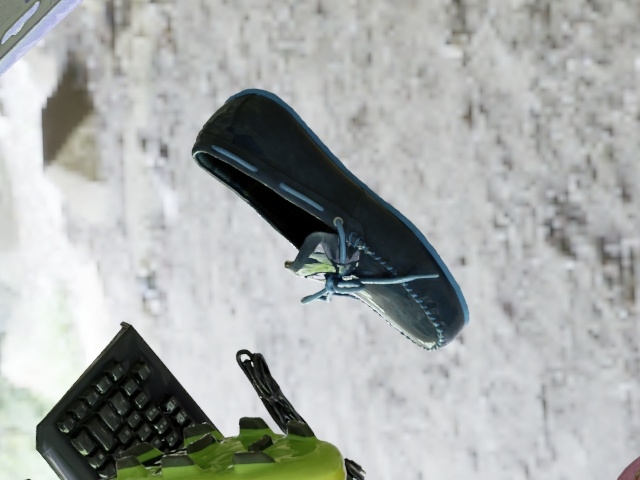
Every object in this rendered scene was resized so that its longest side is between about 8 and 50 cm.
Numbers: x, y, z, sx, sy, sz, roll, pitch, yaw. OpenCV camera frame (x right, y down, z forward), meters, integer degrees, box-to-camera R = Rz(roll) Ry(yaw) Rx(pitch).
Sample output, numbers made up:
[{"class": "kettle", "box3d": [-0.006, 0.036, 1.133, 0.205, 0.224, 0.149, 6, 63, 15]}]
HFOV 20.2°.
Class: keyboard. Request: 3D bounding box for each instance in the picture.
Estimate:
[{"class": "keyboard", "box3d": [-0.060, 0.187, 1.339, 0.033, 0.201, 0.317, -7, 127, 49]}]

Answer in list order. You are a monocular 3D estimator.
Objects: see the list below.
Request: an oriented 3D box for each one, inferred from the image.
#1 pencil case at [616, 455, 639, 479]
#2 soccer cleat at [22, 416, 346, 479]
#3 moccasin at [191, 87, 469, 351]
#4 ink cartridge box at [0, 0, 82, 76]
[{"class": "pencil case", "box3d": [0.331, 0.110, 1.098, 0.386, 0.160, 0.167, -54, 25, 28]}, {"class": "soccer cleat", "box3d": [-0.105, 0.182, 1.021, 0.093, 0.289, 0.121, -21, -88, -67]}, {"class": "moccasin", "box3d": [0.000, 0.000, 1.862, 0.342, 0.117, 0.137, 43, 147, 5]}, {"class": "ink cartridge box", "box3d": [-0.202, -0.211, 1.358, 0.206, 0.045, 0.208, -34, 38, 40]}]
